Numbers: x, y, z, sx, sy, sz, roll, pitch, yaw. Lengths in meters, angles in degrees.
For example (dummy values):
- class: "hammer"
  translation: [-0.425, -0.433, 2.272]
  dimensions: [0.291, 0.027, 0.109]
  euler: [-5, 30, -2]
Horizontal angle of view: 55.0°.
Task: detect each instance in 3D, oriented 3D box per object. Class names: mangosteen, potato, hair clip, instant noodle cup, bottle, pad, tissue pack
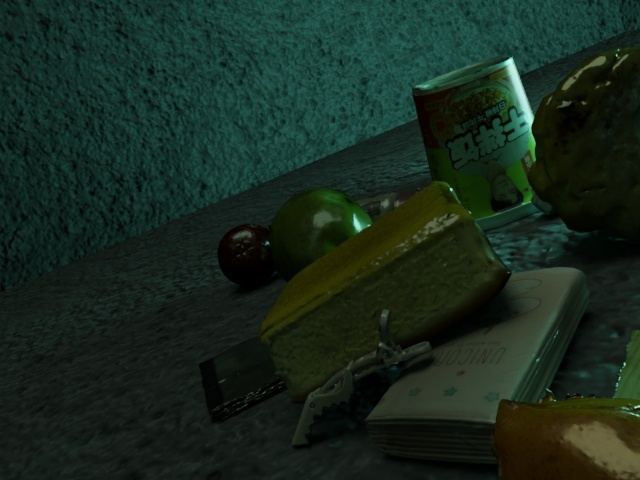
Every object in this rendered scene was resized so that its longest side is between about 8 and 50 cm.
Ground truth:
- class: "mangosteen"
  translation: [-0.162, 0.044, 1.486]
  dimensions: [0.156, 0.181, 0.146]
  euler: [-40, 61, -6]
- class: "potato"
  translation: [0.003, 0.000, 1.229]
  dimensions: [0.216, 0.215, 0.304]
  euler: [-25, 13, -15]
- class: "hair clip"
  translation: [0.029, 0.171, 0.753]
  dimensions: [0.226, 0.072, 0.034]
  euler: [-42, -3, 19]
- class: "instant noodle cup"
  translation: [0.341, -0.214, 1.323]
  dimensions: [0.294, 0.307, 0.294]
  euler: [-20, 16, 6]
- class: "bottle"
  translation: [0.137, -0.044, 1.377]
  dimensions: [0.253, 0.120, 0.120]
  euler: [-11, 19, 29]
- class: "pad"
  translation: [-0.116, 0.210, 1.029]
  dimensions: [0.174, 0.022, 0.233]
  euler: [-24, 15, -10]
- class: "tissue pack"
  translation: [0.205, 0.139, 0.750]
  dimensions: [0.170, 0.071, 0.325]
  euler: [-11, 19, 40]

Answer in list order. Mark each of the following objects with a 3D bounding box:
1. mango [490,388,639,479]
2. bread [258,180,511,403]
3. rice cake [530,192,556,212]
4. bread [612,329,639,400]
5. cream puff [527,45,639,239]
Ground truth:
- class: "mango"
  translation: [0.258, 0.181, 0.451]
  dimensions: [0.252, 0.126, 0.154]
  euler: [-2, 9, 33]
- class: "bread"
  translation: [0.094, 0.061, 0.903]
  dimensions: [0.333, 0.143, 0.323]
  euler: [-33, 5, 16]
- class: "rice cake"
  translation: [0.574, -0.125, 1.182]
  dimensions: [0.336, 0.063, 0.066]
  euler: [-21, 7, 5]
- class: "bread"
  translation: [0.356, 0.146, 0.606]
  dimensions: [0.112, 0.036, 0.193]
  euler: [-4, 19, 35]
- class: "cream puff"
  translation: [0.499, -0.148, 1.002]
  dimensions: [0.324, 0.291, 0.257]
  euler: [-38, -10, 10]
